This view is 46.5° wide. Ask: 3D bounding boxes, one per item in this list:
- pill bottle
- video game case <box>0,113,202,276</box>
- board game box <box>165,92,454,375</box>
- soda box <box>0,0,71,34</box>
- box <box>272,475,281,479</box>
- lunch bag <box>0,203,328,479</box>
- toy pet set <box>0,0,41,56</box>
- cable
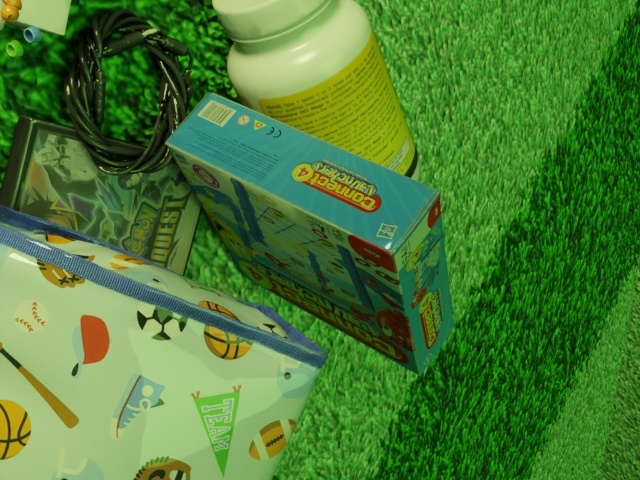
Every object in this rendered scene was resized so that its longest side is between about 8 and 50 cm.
[{"bbox_3d":[-0.002,-0.188,0.955,0.188,0.187,0.334,-48,134,-22],"label":"pill bottle"},{"bbox_3d":[-0.262,0.016,0.876,0.248,0.035,0.275,10,98,-48],"label":"video game case"},{"bbox_3d":[0.000,0.000,0.891,0.086,0.308,0.302,-52,151,-20],"label":"board game box"},{"bbox_3d":[-0.271,-0.314,0.712,0.073,0.069,0.216,6,100,-48],"label":"soda box"},{"bbox_3d":[-0.142,0.408,1.129,0.126,0.072,0.137,31,83,-47],"label":"box"},{"bbox_3d":[-0.247,0.164,0.740,0.385,0.239,0.328,23,89,-25],"label":"lunch bag"},{"bbox_3d":[-0.332,-0.198,0.659,0.114,0.122,0.065,62,37,-11],"label":"toy pet set"},{"bbox_3d":[-0.210,-0.161,0.824,0.150,0.047,0.185,34,67,-47],"label":"cable"}]
